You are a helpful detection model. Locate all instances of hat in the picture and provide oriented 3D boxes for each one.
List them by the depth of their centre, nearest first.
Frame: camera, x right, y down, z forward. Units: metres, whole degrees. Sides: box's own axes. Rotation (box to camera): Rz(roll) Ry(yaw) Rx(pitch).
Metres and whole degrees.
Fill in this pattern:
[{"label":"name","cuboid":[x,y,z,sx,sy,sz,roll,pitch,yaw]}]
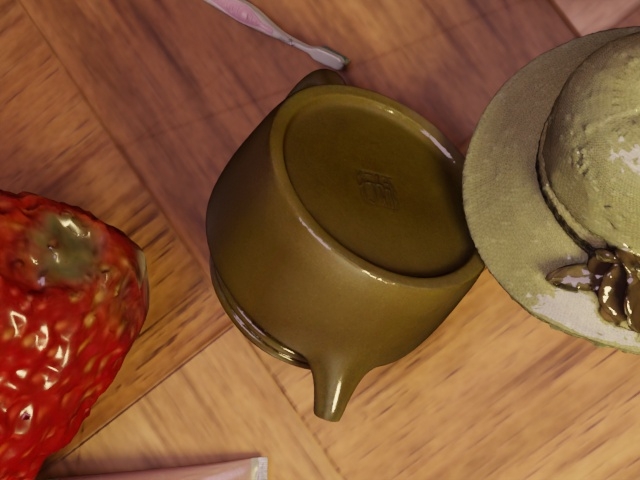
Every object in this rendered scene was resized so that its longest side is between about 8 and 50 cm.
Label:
[{"label":"hat","cuboid":[0.218,-0.063,1.235,0.257,0.130,0.257,-2,64,5]}]

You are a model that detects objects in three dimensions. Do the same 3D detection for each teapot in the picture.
[{"label":"teapot","cuboid":[0.000,0.000,1.340,0.175,0.185,0.267,-48,39,40]}]

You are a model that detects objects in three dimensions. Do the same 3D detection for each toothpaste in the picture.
[{"label":"toothpaste","cuboid":[-0.134,0.198,1.436,0.194,0.043,0.067,-2,84,12]}]

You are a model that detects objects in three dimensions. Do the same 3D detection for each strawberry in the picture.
[{"label":"strawberry","cuboid":[-0.302,0.094,1.363,0.310,0.292,0.291,1,87,20]}]

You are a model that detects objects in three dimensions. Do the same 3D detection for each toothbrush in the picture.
[{"label":"toothbrush","cuboid":[-0.066,-0.175,1.440,0.204,0.022,0.017,28,112,18]}]
